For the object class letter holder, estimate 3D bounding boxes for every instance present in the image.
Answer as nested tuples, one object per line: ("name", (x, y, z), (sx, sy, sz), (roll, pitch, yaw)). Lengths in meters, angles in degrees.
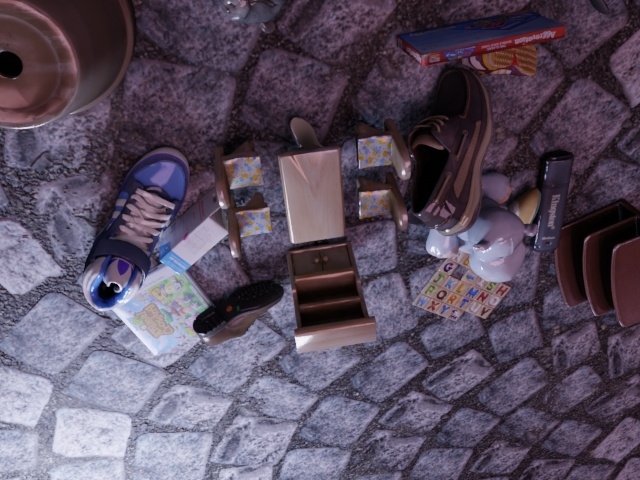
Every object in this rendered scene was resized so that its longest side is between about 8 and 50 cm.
("letter holder", (0.754, 0.083, 1.592), (0.215, 0.152, 0.301), (-23, 125, 2))

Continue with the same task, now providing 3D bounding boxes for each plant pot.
("plant pot", (-0.456, -0.310, 0.938), (0.323, 0.280, 0.323), (-8, 124, -11))

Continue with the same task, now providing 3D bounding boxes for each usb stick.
("usb stick", (0.571, -0.092, 1.493), (0.077, 0.045, 0.278), (-11, 124, -8))

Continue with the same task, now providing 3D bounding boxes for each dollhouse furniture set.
("dollhouse furniture set", (0.000, 0.000, 1.234), (0.362, 0.256, 0.394), (-9, 132, -3))

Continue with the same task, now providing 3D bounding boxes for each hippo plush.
("hippo plush", (0.377, -0.046, 1.330), (0.234, 0.236, 0.294), (-24, 128, -16))

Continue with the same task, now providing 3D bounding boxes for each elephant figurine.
("elephant figurine", (-0.066, -0.470, 0.992), (0.239, 0.186, 0.169), (-28, 105, 23))

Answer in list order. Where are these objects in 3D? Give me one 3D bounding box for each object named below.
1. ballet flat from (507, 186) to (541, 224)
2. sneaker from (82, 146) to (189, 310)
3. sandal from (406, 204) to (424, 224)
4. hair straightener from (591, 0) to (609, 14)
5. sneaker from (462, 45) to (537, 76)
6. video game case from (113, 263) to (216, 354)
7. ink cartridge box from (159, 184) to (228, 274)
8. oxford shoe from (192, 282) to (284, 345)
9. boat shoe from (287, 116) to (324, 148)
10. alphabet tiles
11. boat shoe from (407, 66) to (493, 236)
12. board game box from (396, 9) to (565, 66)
("ballet flat", (0.467, -0.029, 1.489), (0.073, 0.080, 0.232), (10, 119, -8))
("sneaker", (-0.356, -0.006, 1.184), (0.130, 0.236, 0.322), (29, 111, -29))
("sandal", (0.265, -0.101, 1.415), (0.179, 0.040, 0.067), (-39, 130, -6))
("hair straightener", (0.506, -0.526, 1.195), (0.230, 0.047, 0.089), (33, 109, -30))
("sneaker", (0.374, -0.377, 1.252), (0.186, 0.084, 0.069), (-3, 99, -40))
("video game case", (-0.364, 0.158, 1.418), (0.193, 0.023, 0.212), (-27, 125, 4))
("ink cartridge box", (-0.256, -0.025, 1.279), (0.181, 0.104, 0.061), (-40, 123, 12))
("oxford shoe", (-0.186, 0.175, 1.440), (0.227, 0.083, 0.096), (-27, 136, -9))
("boat shoe", (-0.026, -0.202, 1.264), (0.137, 0.043, 0.049), (45, 68, -33))
("alphabet tiles", (0.390, 0.132, 1.611), (0.237, 0.009, 0.198), (22, 114, -26))
("boat shoe", (0.249, -0.190, 1.191), (0.130, 0.355, 0.132), (16, 161, -33))
("board game box", (0.304, -0.394, 1.167), (0.281, 0.145, 0.027), (-13, 125, -6))
